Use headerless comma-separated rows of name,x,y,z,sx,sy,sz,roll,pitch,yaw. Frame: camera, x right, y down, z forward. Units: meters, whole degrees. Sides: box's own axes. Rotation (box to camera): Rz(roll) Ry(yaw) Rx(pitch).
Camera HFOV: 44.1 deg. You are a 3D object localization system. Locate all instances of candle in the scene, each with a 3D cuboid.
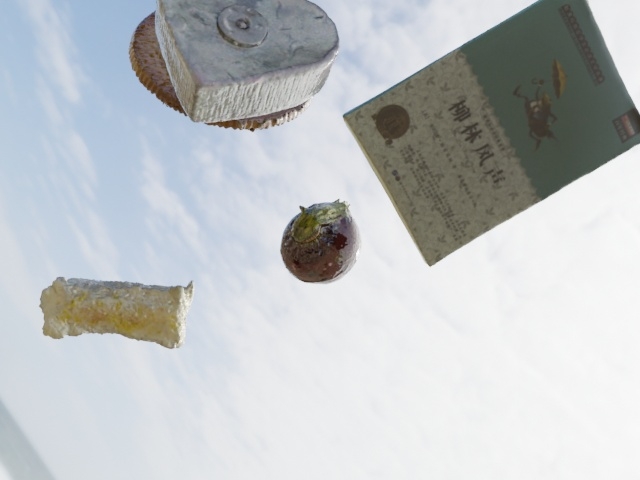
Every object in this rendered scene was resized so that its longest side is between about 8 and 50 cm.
candle,-0.086,-0.189,0.777,0.192,0.168,0.068,25,-30,0

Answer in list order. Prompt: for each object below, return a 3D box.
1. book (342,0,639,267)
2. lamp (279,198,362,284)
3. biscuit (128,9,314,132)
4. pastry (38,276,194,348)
book,0.256,-0.164,1.140,0.264,0.379,0.031,58,4,-14
lamp,-0.005,0.002,1.463,0.135,0.156,0.157,44,25,-64
biscuit,-0.150,-0.274,1.240,0.305,0.305,0.038,46,-41,21
pastry,-0.351,0.125,1.372,0.089,0.258,0.121,116,-24,-79
